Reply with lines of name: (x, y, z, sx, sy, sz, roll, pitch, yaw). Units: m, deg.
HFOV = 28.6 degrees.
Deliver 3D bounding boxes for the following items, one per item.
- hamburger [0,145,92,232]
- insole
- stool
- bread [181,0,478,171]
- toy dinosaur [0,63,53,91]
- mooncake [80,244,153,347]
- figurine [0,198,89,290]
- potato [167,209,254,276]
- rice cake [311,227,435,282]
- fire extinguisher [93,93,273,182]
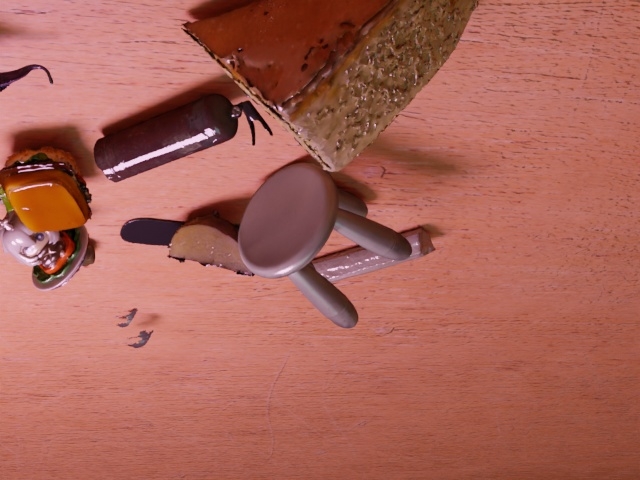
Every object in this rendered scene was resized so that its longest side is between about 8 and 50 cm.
hamburger: (-0.416, -0.082, 1.882, 0.137, 0.087, 0.166, -6, 150, 0)
insole: (-0.187, -0.003, 2.164, 0.322, 0.007, 0.109, 6, 147, -22)
stool: (0.000, 0.000, 1.998, 0.198, 0.195, 0.195, 32, 98, -43)
bread: (0.013, -0.283, 1.636, 0.315, 0.279, 0.248, -53, 147, -5)
toy dinosaur: (-0.447, -0.221, 1.627, 0.197, 0.080, 0.045, 0, 148, -13)
mooncake: (-0.384, 0.095, 2.263, 0.150, 0.057, 0.347, -7, 148, 28)
figurine: (-0.463, -0.008, 1.998, 0.132, 0.132, 0.153, -24, 135, 29)
potato: (-0.159, -0.003, 2.070, 0.172, 0.089, 0.100, 11, -168, 31)
rice cake: (0.077, 0.036, 2.247, 0.256, 0.052, 0.057, -17, 153, 18)
fire extinguisher: (-0.196, -0.146, 1.802, 0.267, 0.089, 0.072, -18, -178, 24)
